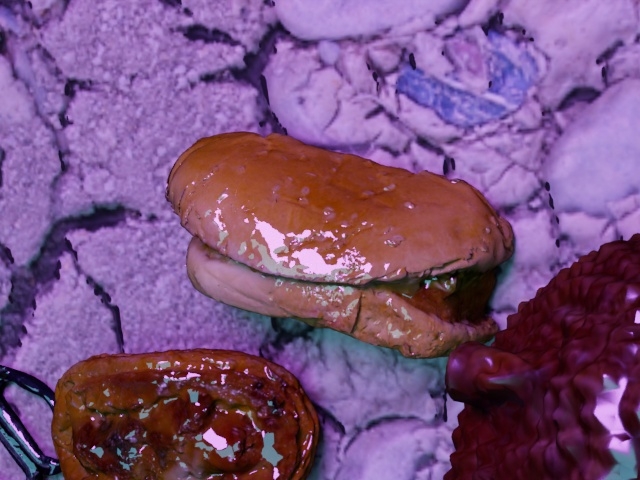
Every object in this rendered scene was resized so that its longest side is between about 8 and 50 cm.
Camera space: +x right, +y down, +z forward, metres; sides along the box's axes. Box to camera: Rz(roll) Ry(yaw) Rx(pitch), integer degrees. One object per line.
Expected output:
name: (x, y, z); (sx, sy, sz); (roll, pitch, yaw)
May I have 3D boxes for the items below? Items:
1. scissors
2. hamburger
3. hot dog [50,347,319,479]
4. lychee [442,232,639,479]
scissors: (-0.317, 0.085, 1.528); (0.109, 0.022, 0.300); (-42, 81, 22)
hamburger: (0.000, 0.000, 1.305); (0.262, 0.131, 0.124); (14, 106, 17)
hot dog: (-0.112, 0.156, 1.407); (0.227, 0.099, 0.160); (-11, 96, 24)
lychee: (0.230, 0.141, 1.143); (0.330, 0.306, 0.306); (25, 112, -11)
